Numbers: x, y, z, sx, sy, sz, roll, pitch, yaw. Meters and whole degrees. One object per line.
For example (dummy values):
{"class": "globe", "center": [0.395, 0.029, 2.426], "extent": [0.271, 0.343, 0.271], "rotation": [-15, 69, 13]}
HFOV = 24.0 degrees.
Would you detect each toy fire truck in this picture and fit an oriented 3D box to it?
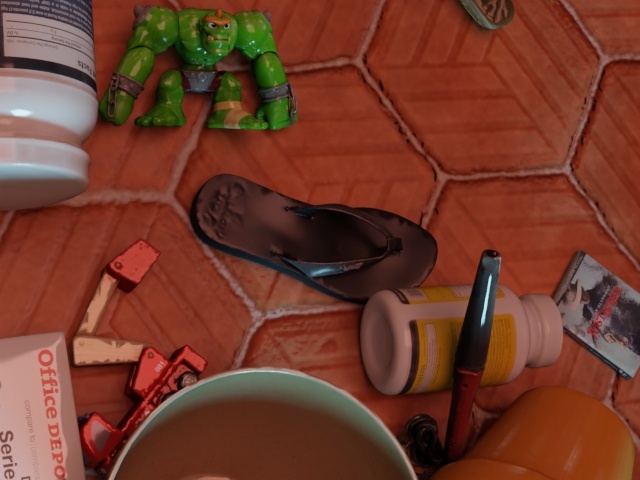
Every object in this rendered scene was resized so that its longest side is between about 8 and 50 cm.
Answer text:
{"class": "toy fire truck", "center": [-0.180, 0.109, 1.380], "extent": [0.135, 0.047, 0.192], "rotation": [40, 68, -7]}

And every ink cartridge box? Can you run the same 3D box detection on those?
{"class": "ink cartridge box", "center": [-0.319, 0.170, 1.287], "extent": [0.219, 0.092, 0.160], "rotation": [-7, 81, -22]}

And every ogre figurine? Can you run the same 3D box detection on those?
{"class": "ogre figurine", "center": [-0.116, -0.166, 1.449], "extent": [0.197, 0.097, 0.118], "rotation": [1, 95, -5]}

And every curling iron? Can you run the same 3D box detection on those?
{"class": "curling iron", "center": [0.125, 0.122, 1.395], "extent": [0.068, 0.274, 0.035], "rotation": [-1, 40, -22]}

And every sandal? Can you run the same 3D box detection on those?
{"class": "sandal", "center": [-0.001, 0.001, 1.469], "extent": [0.254, 0.054, 0.097], "rotation": [12, 73, -18]}

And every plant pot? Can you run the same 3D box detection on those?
{"class": "plant pot", "center": [-0.072, 0.263, 1.306], "extent": [0.284, 0.191, 0.284], "rotation": [5, 76, -19]}
{"class": "plant pot", "center": [0.206, 0.247, 1.427], "extent": [0.205, 0.205, 0.188], "rotation": [41, 51, -8]}

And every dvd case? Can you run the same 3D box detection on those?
{"class": "dvd case", "center": [0.300, 0.078, 1.589], "extent": [0.119, 0.013, 0.087], "rotation": [36, 68, -9]}

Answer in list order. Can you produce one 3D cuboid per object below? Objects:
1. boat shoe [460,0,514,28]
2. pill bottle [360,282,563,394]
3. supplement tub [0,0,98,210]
{"class": "boat shoe", "center": [0.154, -0.282, 1.601], "extent": [0.050, 0.045, 0.135], "rotation": [-30, 93, -16]}
{"class": "pill bottle", "center": [0.139, 0.094, 1.475], "extent": [0.184, 0.103, 0.103], "rotation": [-2, 78, -21]}
{"class": "supplement tub", "center": [-0.294, -0.176, 1.325], "extent": [0.191, 0.191, 0.272], "rotation": [0, 78, -21]}
